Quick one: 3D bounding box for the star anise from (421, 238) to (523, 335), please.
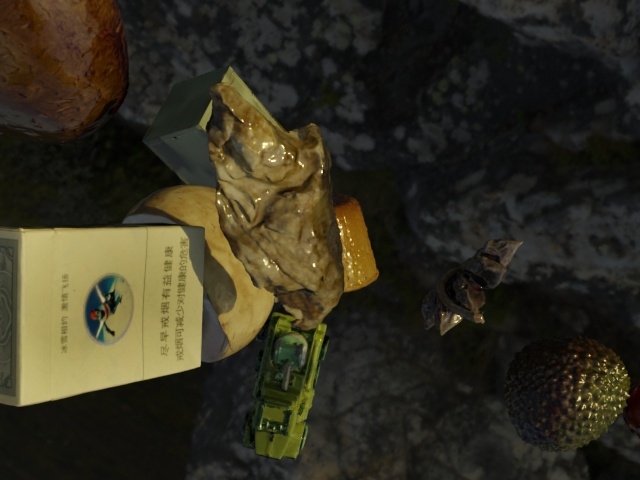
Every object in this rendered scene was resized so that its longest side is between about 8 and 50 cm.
[{"bbox_3d":[0.249,0.076,1.598,0.230,0.262,0.081,-40,92,22],"label":"star anise"}]

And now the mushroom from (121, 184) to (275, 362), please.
[{"bbox_3d":[-0.166,0.036,1.370,0.195,0.189,0.253,-18,99,47],"label":"mushroom"}]

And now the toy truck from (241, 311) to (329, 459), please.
[{"bbox_3d":[-0.074,0.270,1.677,0.128,0.135,0.259,14,108,4],"label":"toy truck"}]

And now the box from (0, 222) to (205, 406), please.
[{"bbox_3d":[-0.227,0.066,0.971,0.069,0.256,0.164,4,94,33],"label":"box"}]

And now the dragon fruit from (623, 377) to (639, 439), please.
[{"bbox_3d":[0.455,0.245,1.219,0.094,0.190,0.094,-6,124,-9],"label":"dragon fruit"}]

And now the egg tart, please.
[{"bbox_3d":[0.000,0.000,1.642,0.202,0.202,0.147,4,105,28],"label":"egg tart"}]

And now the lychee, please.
[{"bbox_3d":[0.330,0.198,1.257,0.171,0.171,0.171,17,137,17],"label":"lychee"}]

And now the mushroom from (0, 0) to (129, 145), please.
[{"bbox_3d":[-0.359,-0.251,1.068,0.345,0.239,0.345,44,178,2],"label":"mushroom"}]

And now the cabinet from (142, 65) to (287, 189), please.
[{"bbox_3d":[-0.173,-0.175,1.686,0.145,0.150,0.206,-10,136,39],"label":"cabinet"}]

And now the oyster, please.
[{"bbox_3d":[-0.033,-0.027,1.046,0.110,0.166,0.341,-4,119,15],"label":"oyster"}]
